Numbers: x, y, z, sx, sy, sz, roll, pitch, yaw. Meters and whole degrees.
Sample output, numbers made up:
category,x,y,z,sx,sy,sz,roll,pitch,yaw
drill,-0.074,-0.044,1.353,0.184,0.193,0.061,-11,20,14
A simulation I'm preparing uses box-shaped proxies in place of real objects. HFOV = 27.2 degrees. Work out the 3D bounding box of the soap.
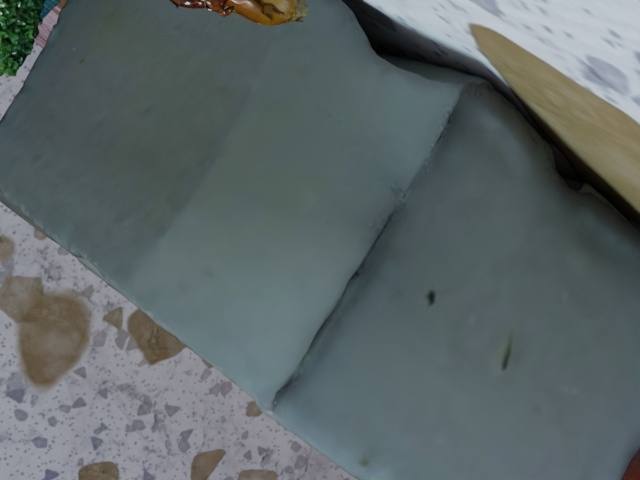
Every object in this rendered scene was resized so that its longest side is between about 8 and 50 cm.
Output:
category,x,y,z,sx,sy,sz,roll,pitch,yaw
soap,0.000,0.000,0.861,0.350,0.213,0.435,40,174,-33

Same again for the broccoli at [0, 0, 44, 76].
category,x,y,z,sx,sy,sz,roll,pitch,yaw
broccoli,-0.335,-0.214,0.899,0.308,0.275,0.307,22,135,24

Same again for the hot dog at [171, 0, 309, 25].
category,x,y,z,sx,sy,sz,roll,pitch,yaw
hot dog,-0.102,-0.178,0.594,0.249,0.076,0.102,38,171,-13

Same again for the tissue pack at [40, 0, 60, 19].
category,x,y,z,sx,sy,sz,roll,pitch,yaw
tissue pack,-0.307,-0.245,1.128,0.169,0.120,0.082,40,-169,-50

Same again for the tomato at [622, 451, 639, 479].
category,x,y,z,sx,sy,sz,roll,pitch,yaw
tomato,0.291,0.210,0.880,0.208,0.208,0.184,38,168,-23
